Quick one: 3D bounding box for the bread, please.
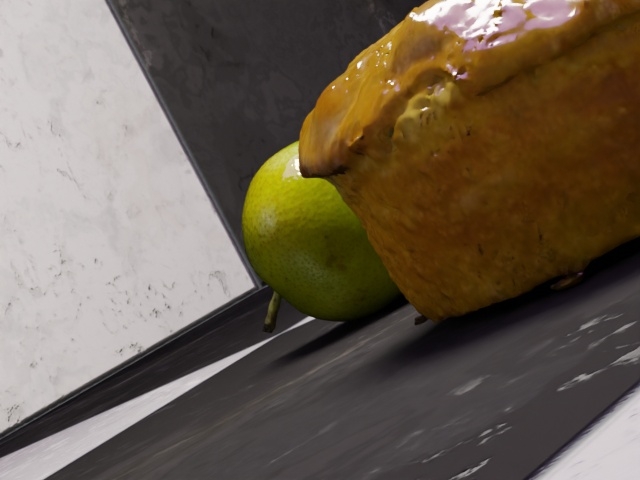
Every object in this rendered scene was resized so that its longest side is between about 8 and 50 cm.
[{"bbox_3d":[0.185,-0.108,1.241,0.398,0.215,0.398,-27,0,0],"label":"bread"}]

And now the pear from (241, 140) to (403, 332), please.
[{"bbox_3d":[0.000,0.000,1.616,0.216,0.180,0.166,-44,28,27],"label":"pear"}]
